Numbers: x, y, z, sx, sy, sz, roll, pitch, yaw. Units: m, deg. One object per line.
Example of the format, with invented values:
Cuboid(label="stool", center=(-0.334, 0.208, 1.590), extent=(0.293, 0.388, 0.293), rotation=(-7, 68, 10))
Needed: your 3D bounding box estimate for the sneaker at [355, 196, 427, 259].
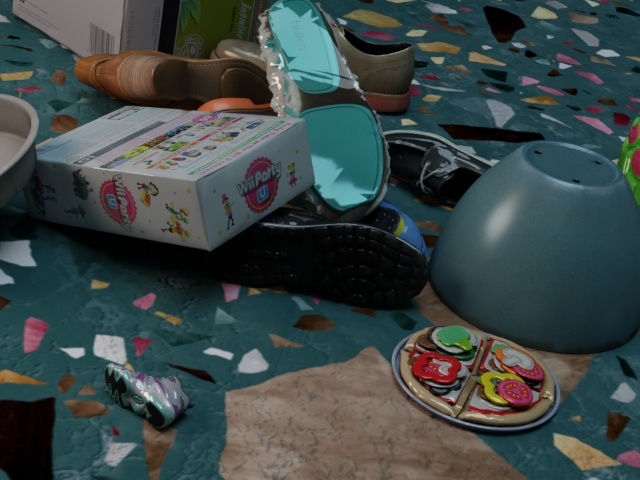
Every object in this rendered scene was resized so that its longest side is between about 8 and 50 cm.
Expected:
Cuboid(label="sneaker", center=(0.085, -0.020, 1.740), extent=(0.082, 0.069, 0.209), rotation=(39, 4, -28))

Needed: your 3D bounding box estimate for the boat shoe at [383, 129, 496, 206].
Cuboid(label="boat shoe", center=(0.175, -0.101, 1.882), extent=(0.233, 0.084, 0.079), rotation=(21, 29, 11))

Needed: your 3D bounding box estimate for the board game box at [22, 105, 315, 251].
Cuboid(label="board game box", center=(-0.196, -0.089, 1.614), extent=(0.303, 0.097, 0.224), rotation=(8, 28, 35))

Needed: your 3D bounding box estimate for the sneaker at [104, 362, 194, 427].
Cuboid(label="sneaker", center=(-0.176, 0.156, 1.343), extent=(0.098, 0.038, 0.069), rotation=(37, 35, 23))

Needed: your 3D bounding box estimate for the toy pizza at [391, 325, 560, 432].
Cuboid(label="toy pizza", center=(0.183, 0.152, 1.480), extent=(0.201, 0.032, 0.201), rotation=(9, 29, -5))

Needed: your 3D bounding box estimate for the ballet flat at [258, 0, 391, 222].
Cuboid(label="ballet flat", center=(0.004, -0.168, 1.799), extent=(0.147, 0.147, 0.409), rotation=(0, 54, -20))

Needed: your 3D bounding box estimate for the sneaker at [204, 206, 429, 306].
Cuboid(label="sneaker", center=(0.000, 0.000, 1.620), extent=(0.283, 0.107, 0.124), rotation=(11, 23, -1))

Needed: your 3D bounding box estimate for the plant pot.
Cuboid(label="plant pot", center=(0.302, -0.016, 1.657), extent=(0.290, 0.195, 0.290), rotation=(9, 28, -5))

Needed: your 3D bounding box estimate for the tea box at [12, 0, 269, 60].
Cuboid(label="tea box", center=(-0.306, -0.453, 2.202), extent=(0.323, 0.220, 0.329), rotation=(-18, 40, -40))

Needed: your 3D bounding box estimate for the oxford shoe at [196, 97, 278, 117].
Cuboid(label="oxford shoe", center=(-0.052, -0.158, 1.917), extent=(0.271, 0.097, 0.098), rotation=(-8, 51, -19))

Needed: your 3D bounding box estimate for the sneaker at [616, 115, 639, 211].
Cuboid(label="sneaker", center=(0.594, -0.086, 1.921), extent=(0.202, 0.185, 0.483), rotation=(17, 23, -17))

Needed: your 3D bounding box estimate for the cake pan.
Cuboid(label="cake pan", center=(-0.476, -0.084, 1.549), extent=(0.293, 0.054, 0.293), rotation=(-10, 34, 7))

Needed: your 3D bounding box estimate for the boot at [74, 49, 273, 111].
Cuboid(label="boot", center=(-0.224, -0.238, 1.990), extent=(0.283, 0.109, 0.220), rotation=(0, 9, -43))

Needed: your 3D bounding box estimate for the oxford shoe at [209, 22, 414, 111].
Cuboid(label="oxford shoe", center=(-0.010, -0.314, 2.150), extent=(0.348, 0.130, 0.123), rotation=(8, 29, -6))
